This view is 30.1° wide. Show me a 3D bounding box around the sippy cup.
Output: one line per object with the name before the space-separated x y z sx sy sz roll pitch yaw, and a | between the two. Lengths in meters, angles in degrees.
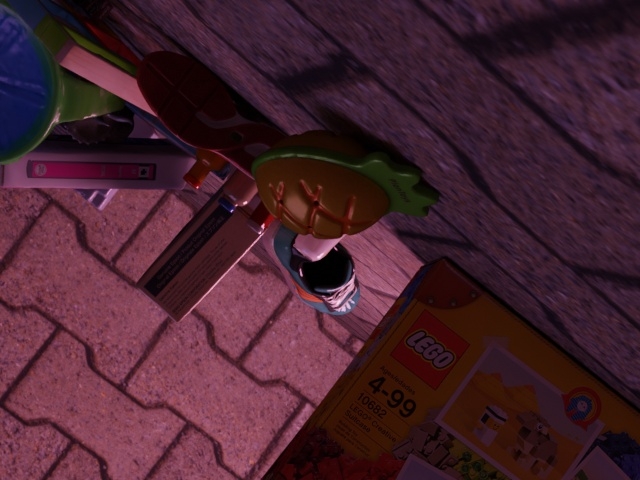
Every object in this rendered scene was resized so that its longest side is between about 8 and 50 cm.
sippy cup | -0.423 -0.242 1.599 0.305 0.240 0.224 48 -159 -10

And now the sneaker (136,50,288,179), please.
sneaker | -0.130 -0.136 1.415 0.221 0.087 0.128 41 173 -12

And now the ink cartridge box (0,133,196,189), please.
ink cartridge box | -0.339 -0.126 1.863 0.370 0.069 0.175 -3 -166 -29

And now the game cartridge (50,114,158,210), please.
game cartridge | -0.445 -0.218 2.133 0.297 0.198 0.062 38 174 10

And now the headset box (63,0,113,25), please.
headset box | -0.287 -0.294 1.401 0.062 0.032 0.083 36 172 22

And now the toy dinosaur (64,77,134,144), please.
toy dinosaur | -0.342 -0.207 1.823 0.313 0.121 0.160 62 -172 -84

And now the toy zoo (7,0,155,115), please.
toy zoo | -0.305 -0.262 1.440 0.293 0.030 0.192 47 -168 36

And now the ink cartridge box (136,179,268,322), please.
ink cartridge box | -0.157 -0.003 1.750 0.088 0.193 0.235 42 -167 -6

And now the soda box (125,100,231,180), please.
soda box | -0.190 -0.163 1.661 0.183 0.063 0.058 37 176 15

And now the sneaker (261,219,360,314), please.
sneaker | 0.007 0.063 1.990 0.121 0.108 0.302 39 175 36

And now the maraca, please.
maraca | 0.020 -0.052 1.119 0.185 0.099 0.127 3 156 32

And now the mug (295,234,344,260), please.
mug | 0.000 0.000 1.761 0.078 0.064 0.062 41 173 -32

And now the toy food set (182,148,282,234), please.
toy food set | -0.093 -0.069 1.591 0.111 0.104 0.232 36 174 18

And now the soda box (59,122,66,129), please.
soda box | -0.433 -0.274 1.964 0.074 0.069 0.216 43 -169 -36

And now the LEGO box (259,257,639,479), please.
LEGO box | 0.217 0.322 1.421 0.500 0.372 0.193 38 174 -1
